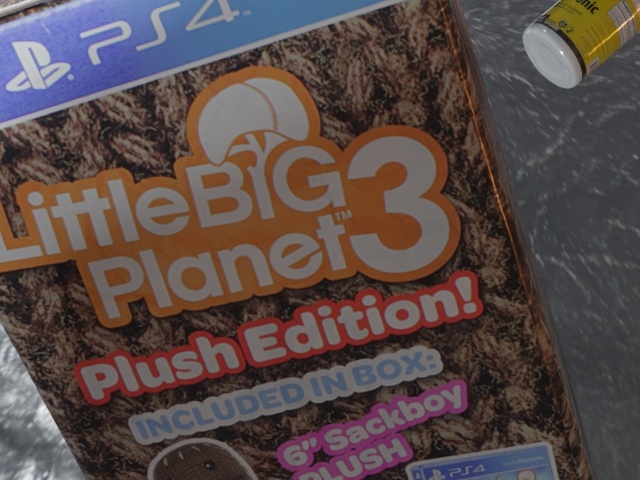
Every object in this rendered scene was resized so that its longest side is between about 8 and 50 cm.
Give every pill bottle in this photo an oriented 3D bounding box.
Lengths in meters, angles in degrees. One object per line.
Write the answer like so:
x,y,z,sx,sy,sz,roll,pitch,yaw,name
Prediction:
0.232,-0.187,1.088,0.116,0.065,0.065,-40,94,-11,pill bottle

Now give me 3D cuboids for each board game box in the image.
0.000,0.000,0.461,0.141,0.232,0.291,-16,119,9,board game box
